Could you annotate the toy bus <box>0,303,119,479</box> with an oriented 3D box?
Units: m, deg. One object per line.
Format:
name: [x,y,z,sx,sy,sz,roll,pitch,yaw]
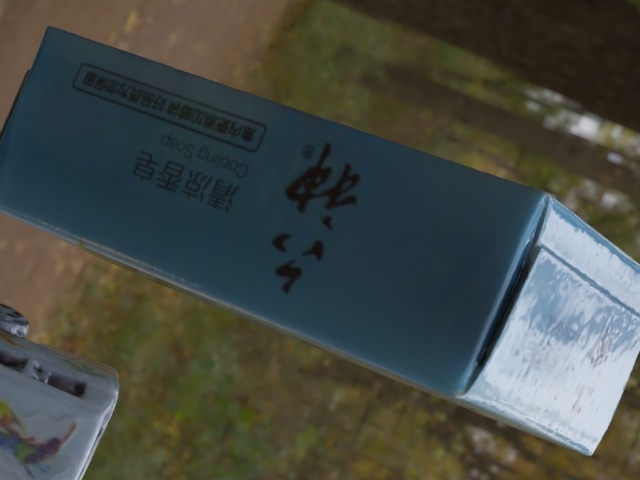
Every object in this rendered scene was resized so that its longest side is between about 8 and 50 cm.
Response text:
toy bus: [-0.292,0.070,1.131,0.109,0.329,0.136,-65,-170,4]

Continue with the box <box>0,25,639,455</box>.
box: [0.000,0.000,0.706,0.142,0.232,0.083,30,83,-60]
